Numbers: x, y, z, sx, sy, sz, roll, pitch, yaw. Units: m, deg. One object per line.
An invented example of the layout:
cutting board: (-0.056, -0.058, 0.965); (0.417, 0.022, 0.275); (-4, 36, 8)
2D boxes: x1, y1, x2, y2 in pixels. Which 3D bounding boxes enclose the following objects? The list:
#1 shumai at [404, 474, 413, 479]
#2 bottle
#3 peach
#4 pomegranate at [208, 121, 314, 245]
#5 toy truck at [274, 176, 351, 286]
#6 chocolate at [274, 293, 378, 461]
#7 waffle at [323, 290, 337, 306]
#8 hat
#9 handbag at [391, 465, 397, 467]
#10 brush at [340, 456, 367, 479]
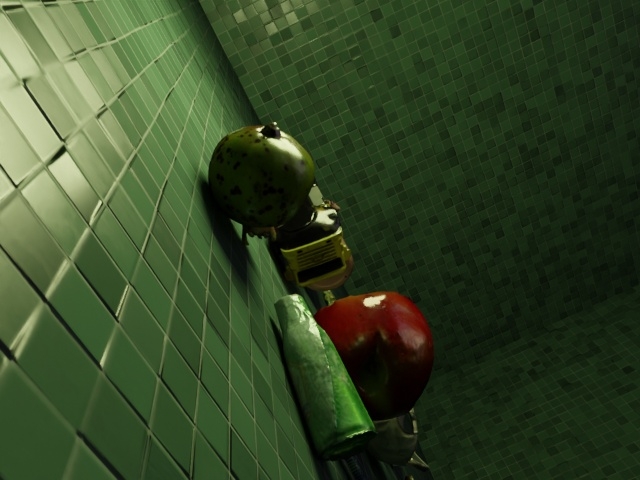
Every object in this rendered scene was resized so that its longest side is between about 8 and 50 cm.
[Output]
shumai: (0.283, 0.780, 1.755); (0.080, 0.082, 0.083); (24, 1, -16)
bottle: (0.000, 0.000, 1.785); (0.173, 0.206, 0.297); (35, 18, -30)
peach: (0.104, 0.225, 1.187); (0.281, 0.281, 0.338); (64, 8, -7)
pomegranate: (-0.102, -0.101, 1.052); (0.246, 0.198, 0.198); (64, 2, -50)
toy truck: (-0.059, -0.052, 1.538); (0.405, 0.180, 0.254); (-116, -174, -50)
chocolate: (-0.008, 0.218, 0.961); (0.291, 0.110, 0.110); (63, 2, 35)
waffle: (0.057, 0.265, 2.149); (0.169, 0.036, 0.184); (60, 5, -37)
hat: (0.193, 0.475, 1.467); (0.275, 0.160, 0.232); (39, 48, -62)
handbag: (0.216, 0.618, 1.831); (0.179, 0.062, 0.229); (62, 3, 2)
brush: (0.082, 0.471, 1.062); (0.179, 0.030, 0.033); (64, -7, -7)
